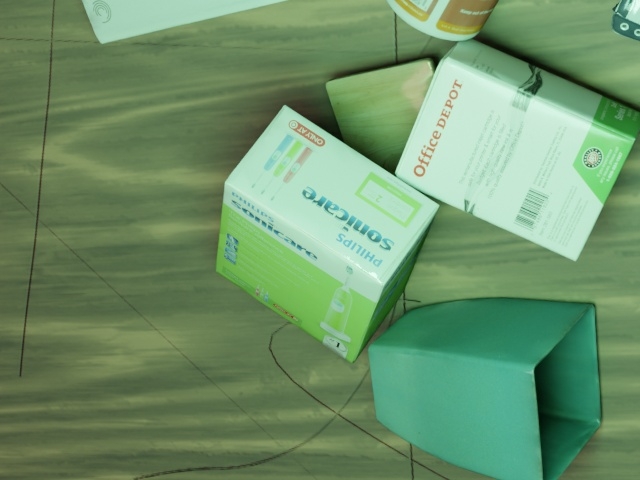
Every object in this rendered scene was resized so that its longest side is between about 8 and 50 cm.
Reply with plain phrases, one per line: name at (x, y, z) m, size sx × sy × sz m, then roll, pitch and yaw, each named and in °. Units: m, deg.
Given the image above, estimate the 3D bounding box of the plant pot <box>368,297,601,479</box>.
plant pot at (0.184, 0.165, 2.053) m, size 0.234 × 0.166 × 0.165 m, roll 8°, pitch 118°, yaw 31°

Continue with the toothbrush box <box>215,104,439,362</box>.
toothbrush box at (0.000, 0.000, 2.000) m, size 0.206 × 0.122 × 0.283 m, roll 33°, pitch 161°, yaw 8°

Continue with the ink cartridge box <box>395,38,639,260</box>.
ink cartridge box at (0.212, -0.101, 1.888) m, size 0.219 × 0.092 × 0.160 m, roll 25°, pitch 119°, yaw 5°

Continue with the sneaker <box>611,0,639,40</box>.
sneaker at (0.383, -0.178, 1.805) m, size 0.153 × 0.099 × 0.282 m, roll 0°, pitch 109°, yaw 21°

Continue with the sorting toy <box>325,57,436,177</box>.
sorting toy at (0.099, -0.140, 2.000) m, size 0.274 × 0.046 × 0.132 m, roll -10°, pitch 110°, yaw 27°

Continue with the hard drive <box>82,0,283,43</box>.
hard drive at (-0.144, -0.369, 2.005) m, size 0.353 × 0.047 × 0.233 m, roll -9°, pitch 111°, yaw 30°

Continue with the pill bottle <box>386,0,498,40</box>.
pill bottle at (0.160, -0.324, 1.829) m, size 0.121 × 0.121 × 0.216 m, roll 35°, pitch 125°, yaw 6°
